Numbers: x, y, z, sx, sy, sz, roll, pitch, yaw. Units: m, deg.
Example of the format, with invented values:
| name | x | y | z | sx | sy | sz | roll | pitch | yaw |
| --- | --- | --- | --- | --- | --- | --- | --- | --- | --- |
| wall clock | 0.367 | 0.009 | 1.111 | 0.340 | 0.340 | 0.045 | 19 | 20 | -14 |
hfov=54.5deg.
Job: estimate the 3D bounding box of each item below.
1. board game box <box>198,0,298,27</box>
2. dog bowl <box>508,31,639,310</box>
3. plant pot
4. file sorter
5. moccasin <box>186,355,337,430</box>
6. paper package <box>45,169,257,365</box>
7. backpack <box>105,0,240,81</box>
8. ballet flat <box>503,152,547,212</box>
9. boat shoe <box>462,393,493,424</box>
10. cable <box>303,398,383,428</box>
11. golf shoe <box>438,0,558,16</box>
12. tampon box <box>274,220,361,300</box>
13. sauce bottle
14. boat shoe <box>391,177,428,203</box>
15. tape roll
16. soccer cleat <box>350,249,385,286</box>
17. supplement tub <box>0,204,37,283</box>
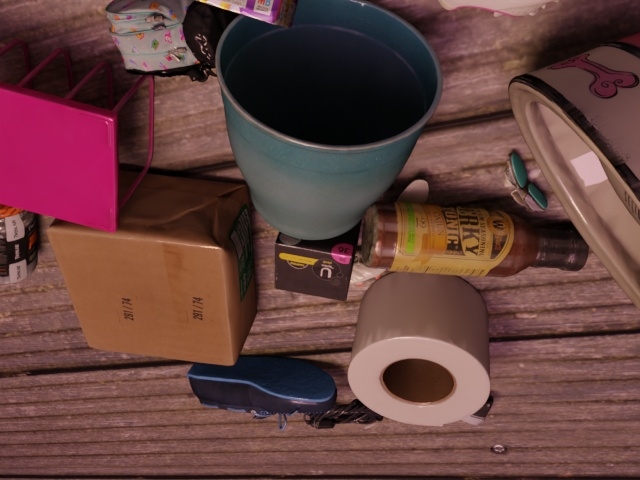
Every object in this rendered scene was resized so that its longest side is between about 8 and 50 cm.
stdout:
| name | x | y | z | sx | sy | sz | roll | pitch | yaw |
| --- | --- | --- | --- | --- | --- | --- | --- | --- | --- |
| board game box | -0.068 | -0.383 | 0.652 | 0.142 | 0.144 | 0.275 | 16 | 108 | -1 |
| dog bowl | 0.396 | -0.060 | 0.731 | 0.150 | 0.408 | 0.408 | -33 | 118 | 11 |
| plant pot | 0.000 | -0.142 | 0.841 | 0.272 | 0.271 | 0.255 | 13 | 146 | 2 |
| file sorter | -0.418 | -0.177 | 0.945 | 0.291 | 0.182 | 0.202 | 15 | 130 | 0 |
| moccasin | -0.120 | 0.322 | 1.345 | 0.342 | 0.138 | 0.116 | 6 | 118 | 25 |
| paper package | -0.279 | 0.055 | 1.112 | 0.310 | 0.168 | 0.324 | 6 | 133 | 5 |
| backpack | -0.194 | -0.287 | 0.839 | 0.182 | 0.152 | 0.115 | 4 | 126 | 26 |
| ballet flat | 0.304 | -0.084 | 0.951 | 0.041 | 0.041 | 0.114 | -27 | 118 | 31 |
| boat shoe | 0.250 | 0.303 | 1.270 | 0.229 | 0.080 | 0.076 | 26 | 113 | -5 |
| cable | 0.065 | 0.372 | 1.352 | 0.185 | 0.047 | 0.150 | 11 | 147 | -32 |
| golf shoe | 0.273 | -0.326 | 0.724 | 0.306 | 0.115 | 0.140 | 6 | 156 | 4 |
| tampon box | 0.000 | 0.000 | 1.010 | 0.121 | 0.161 | 0.101 | 9 | 131 | 5 |
| sauce bottle | 0.241 | 0.001 | 0.971 | 0.345 | 0.111 | 0.111 | 3 | 132 | -7 |
| boat shoe | 0.138 | -0.058 | 1.010 | 0.046 | 0.038 | 0.125 | 6 | 134 | -12 |
| tape roll | 0.181 | 0.194 | 1.127 | 0.246 | 0.169 | 0.246 | 6 | 131 | 7 |
| soccer cleat | 0.026 | 0.041 | 1.105 | 0.196 | 0.068 | 0.076 | -9 | 124 | 24 |
| supplement tub | -0.594 | -0.018 | 1.165 | 0.117 | 0.117 | 0.190 | 19 | 132 | -3 |
